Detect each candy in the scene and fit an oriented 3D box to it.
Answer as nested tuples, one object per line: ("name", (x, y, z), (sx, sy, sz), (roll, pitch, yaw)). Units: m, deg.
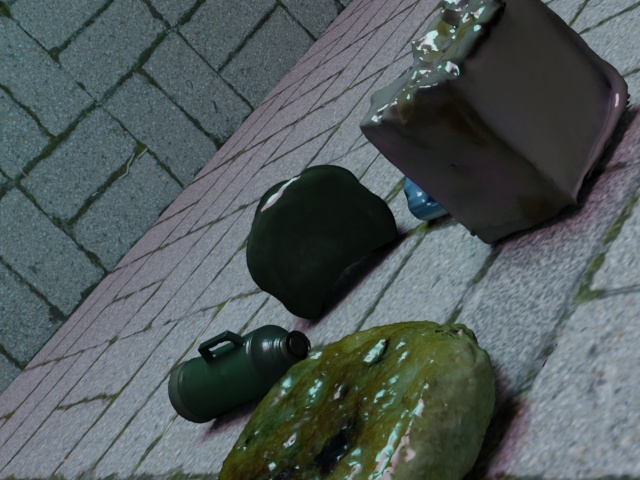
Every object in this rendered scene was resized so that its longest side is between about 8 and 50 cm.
("candy", (0.161, -0.120, 0.939), (0.137, 0.195, 0.185), (-31, 23, 57))

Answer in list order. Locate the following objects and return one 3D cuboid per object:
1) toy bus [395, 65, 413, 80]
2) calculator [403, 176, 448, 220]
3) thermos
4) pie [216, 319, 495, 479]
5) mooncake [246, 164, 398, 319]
("toy bus", (0.105, -0.132, 1.132), (0.076, 0.073, 0.167), (-44, 14, 10))
("calculator", (0.169, -0.124, 1.188), (0.173, 0.051, 0.293), (-40, 15, 25))
("thermos", (-0.083, 0.133, 1.103), (0.187, 0.083, 0.073), (-29, -2, 43))
("pie", (0.003, 0.170, 0.785), (0.323, 0.070, 0.323), (-42, 15, 14))
("mooncake", (0.000, 0.000, 1.181), (0.175, 0.169, 0.104), (-12, 4, -1))
